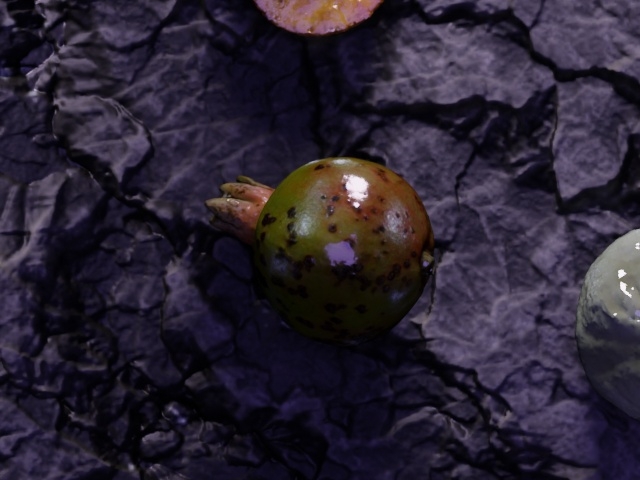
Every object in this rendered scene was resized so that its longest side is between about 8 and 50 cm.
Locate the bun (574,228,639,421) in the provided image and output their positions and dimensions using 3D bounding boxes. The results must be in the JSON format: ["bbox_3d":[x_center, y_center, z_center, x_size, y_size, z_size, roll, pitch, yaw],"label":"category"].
[{"bbox_3d":[0.310,0.072,1.653,0.195,0.118,0.195,0,89,2],"label":"bun"}]

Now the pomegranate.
[{"bbox_3d":[0.000,0.000,1.636,0.205,0.159,0.159,21,88,27],"label":"pomegranate"}]

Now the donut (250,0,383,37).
[{"bbox_3d":[-0.005,-0.246,1.681,0.152,0.058,0.151,0,90,-1],"label":"donut"}]
